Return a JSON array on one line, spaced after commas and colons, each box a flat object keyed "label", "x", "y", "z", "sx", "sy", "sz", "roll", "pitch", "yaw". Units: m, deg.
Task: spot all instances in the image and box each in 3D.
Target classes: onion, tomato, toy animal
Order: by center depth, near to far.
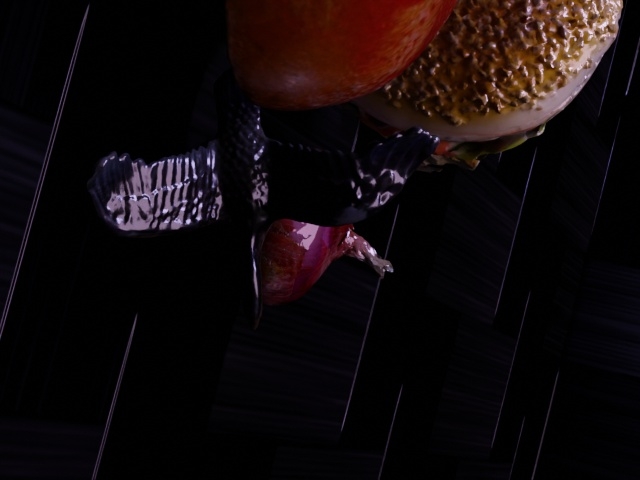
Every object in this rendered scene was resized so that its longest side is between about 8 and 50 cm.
[{"label": "tomato", "x": 0.050, "y": -0.242, "z": 1.176, "sx": 0.338, "sy": 0.143, "sz": 0.338, "roll": 16, "pitch": 90, "yaw": -75}, {"label": "toy animal", "x": -0.047, "y": -0.033, "z": 1.281, "sx": 0.160, "sy": 0.272, "sz": 0.197, "roll": -105, "pitch": -168, "yaw": -52}, {"label": "onion", "x": 0.000, "y": 0.000, "z": 1.434, "sx": 0.150, "sy": 0.140, "sz": 0.150, "roll": -63, "pitch": 172, "yaw": -16}]

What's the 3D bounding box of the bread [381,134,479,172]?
[{"label": "bread", "x": 0.135, "y": -0.207, "z": 1.714, "sx": 0.239, "sy": 0.111, "sz": 0.246, "roll": 30, "pitch": 76, "yaw": -66}]

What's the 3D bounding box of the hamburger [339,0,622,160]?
[{"label": "hamburger", "x": 0.130, "y": -0.221, "z": 1.445, "sx": 0.170, "sy": 0.302, "sz": 0.302, "roll": 31, "pitch": 73, "yaw": -77}]
